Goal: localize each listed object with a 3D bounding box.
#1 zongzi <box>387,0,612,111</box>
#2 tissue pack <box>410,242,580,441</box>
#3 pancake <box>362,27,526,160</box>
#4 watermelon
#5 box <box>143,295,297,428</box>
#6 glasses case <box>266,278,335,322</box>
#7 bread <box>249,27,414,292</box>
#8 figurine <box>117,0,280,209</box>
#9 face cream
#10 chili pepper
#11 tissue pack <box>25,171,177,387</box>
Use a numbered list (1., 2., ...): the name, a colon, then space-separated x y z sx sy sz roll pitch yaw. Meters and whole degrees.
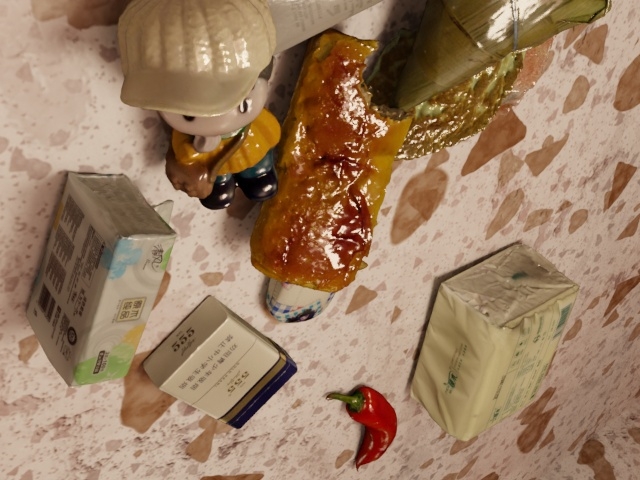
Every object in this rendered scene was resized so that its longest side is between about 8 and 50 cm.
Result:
1. zongzi: 0.182 -0.373 1.066 0.360 0.160 0.323 -30 114 9
2. tissue pack: 0.391 0.236 1.753 0.297 0.207 0.381 -19 135 -34
3. pancake: 0.165 -0.238 1.194 0.376 0.054 0.197 -25 101 -5
4. watermelon: 0.278 -0.317 1.266 0.146 0.128 0.231 18 97 -21
5. box: -0.163 0.218 1.321 0.168 0.071 0.259 -45 143 -3
6. glasses case: 0.000 0.000 1.279 0.125 0.076 0.328 -3 124 -39
7. bread: 0.022 -0.107 1.113 0.185 0.109 0.381 14 111 -8
8. figurine: -0.137 -0.183 0.944 0.185 0.205 0.332 -14 163 -4
9. face cream: -0.009 -0.321 0.993 0.314 0.089 0.143 -28 140 -12
10. chili pepper: 0.114 0.430 1.761 0.137 0.092 0.368 -27 136 -8
11. tissue pack: -0.268 0.049 1.000 0.145 0.159 0.230 -1 123 -44
